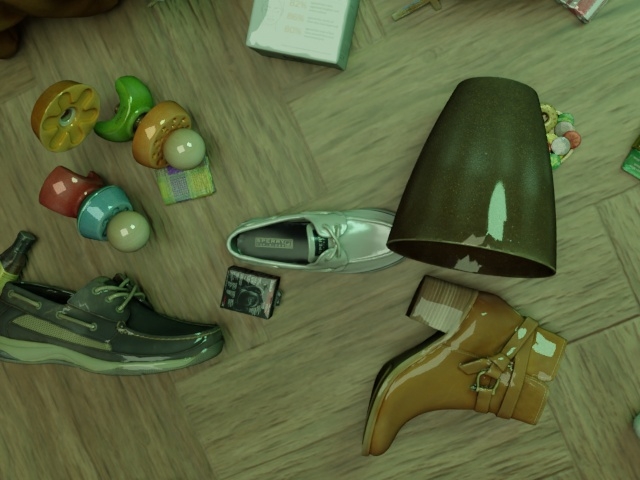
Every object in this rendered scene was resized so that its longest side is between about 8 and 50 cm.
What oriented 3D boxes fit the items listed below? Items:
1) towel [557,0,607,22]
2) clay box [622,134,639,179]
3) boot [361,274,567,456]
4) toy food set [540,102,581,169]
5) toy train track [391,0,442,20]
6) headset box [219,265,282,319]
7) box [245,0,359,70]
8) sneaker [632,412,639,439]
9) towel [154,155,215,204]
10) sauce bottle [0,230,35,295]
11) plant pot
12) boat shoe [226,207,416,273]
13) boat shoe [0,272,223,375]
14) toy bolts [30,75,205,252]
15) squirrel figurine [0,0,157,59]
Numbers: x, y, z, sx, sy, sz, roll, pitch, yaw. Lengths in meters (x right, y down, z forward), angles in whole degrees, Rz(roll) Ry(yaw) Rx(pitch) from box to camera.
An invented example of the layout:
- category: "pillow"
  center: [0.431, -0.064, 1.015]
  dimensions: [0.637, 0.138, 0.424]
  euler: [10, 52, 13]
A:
- category: "towel"
  center: [0.324, -0.405, 1.063]
  dimensions: [0.197, 0.029, 0.144]
  euler: [37, 99, 1]
- category: "clay box"
  center: [0.511, -0.159, 1.040]
  dimensions: [0.128, 0.053, 0.222]
  euler: [31, 98, 6]
- category: "boot"
  center: [0.193, 0.208, 1.106]
  dimensions: [0.220, 0.109, 0.283]
  euler: [24, 91, 2]
- category: "toy food set"
  center: [0.311, -0.141, 1.088]
  dimensions: [0.083, 0.020, 0.083]
  euler: [29, 98, 5]
- category: "toy train track"
  center: [0.137, -0.331, 1.099]
  dimensions: [0.083, 0.048, 0.014]
  euler: [-25, 46, 20]
- category: "headset box"
  center: [-0.099, 0.077, 1.164]
  dimensions: [0.083, 0.032, 0.062]
  euler: [12, 97, 7]
- category: "box"
  center: [-0.015, -0.332, 1.087]
  dimensions: [0.130, 0.091, 0.170]
  euler: [14, 97, 8]
- category: "sneaker"
  center: [0.531, 0.296, 1.062]
  dimensions: [0.235, 0.090, 0.094]
  euler: [17, 106, 8]
- category: "towel"
  center: [-0.199, -0.088, 1.177]
  dimensions: [0.083, 0.009, 0.060]
  euler: [-15, 93, 10]
- category: "sauce bottle"
  center: [-0.479, 0.043, 1.216]
  dimensions: [0.042, 0.042, 0.128]
  euler: [34, 97, 5]
- category: "plant pot"
  center: [0.212, -0.085, 1.031]
  dimensions: [0.216, 0.215, 0.230]
  euler: [11, 82, 8]
- category: "boat shoe"
  center: [0.000, 0.000, 1.114]
  dimensions: [0.268, 0.088, 0.096]
  euler: [3, 95, 9]
- category: "boat shoe"
  center: [-0.318, 0.116, 1.152]
  dimensions: [0.356, 0.132, 0.130]
  euler: [2, 95, 7]
- category: "toy bolts"
  center: [-0.284, -0.096, 1.094]
  dimensions: [0.159, 0.218, 0.228]
  euler: [34, 106, 18]
- category: "squirrel figurine"
  center: [-0.354, -0.388, 0.982]
  dimensions: [0.371, 0.397, 0.280]
  euler: [8, 91, 17]
